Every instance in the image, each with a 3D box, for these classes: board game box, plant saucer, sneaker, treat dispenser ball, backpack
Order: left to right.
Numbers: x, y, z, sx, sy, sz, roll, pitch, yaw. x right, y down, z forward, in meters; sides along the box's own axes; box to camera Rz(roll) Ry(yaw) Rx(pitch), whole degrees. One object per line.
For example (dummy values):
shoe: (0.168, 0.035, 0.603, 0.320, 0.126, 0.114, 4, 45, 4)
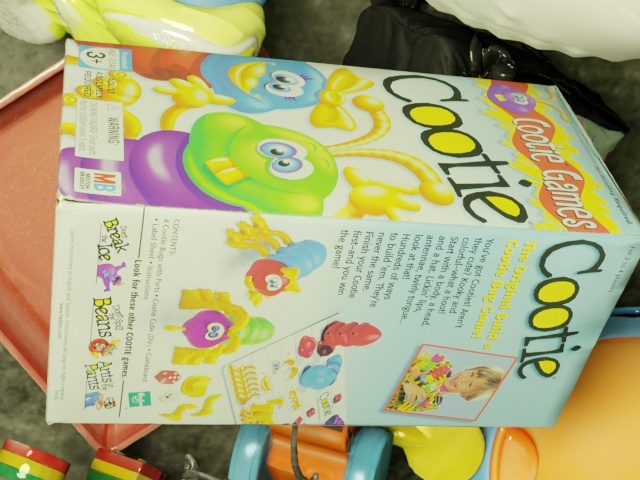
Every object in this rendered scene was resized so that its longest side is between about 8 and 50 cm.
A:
sneaker: (-0.128, -0.174, 0.626, 0.240, 0.091, 0.126, 28, 69, 10)
plant saucer: (-0.117, -0.013, 0.729, 0.259, 0.048, 0.258, -33, 115, 1)
board game box: (0.000, 0.000, 0.560, 0.275, 0.142, 0.144, 4, 129, -14)
backpack: (0.111, -0.081, 0.709, 0.182, 0.152, 0.115, 18, 113, -31)
treat dispenser ball: (0.229, 0.192, 0.757, 0.288, 0.288, 0.288, -4, 113, -11)

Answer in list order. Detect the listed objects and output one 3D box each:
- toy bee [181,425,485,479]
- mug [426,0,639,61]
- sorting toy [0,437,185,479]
toy bee: (0.017, 0.107, 0.688, 0.195, 0.298, 0.162, 20, 75, -7)
mug: (0.076, -0.222, 0.503, 0.374, 0.328, 0.276, -13, 124, -8)
sorting toy: (-0.094, 0.196, 0.752, 0.274, 0.132, 0.046, 42, 63, -47)
